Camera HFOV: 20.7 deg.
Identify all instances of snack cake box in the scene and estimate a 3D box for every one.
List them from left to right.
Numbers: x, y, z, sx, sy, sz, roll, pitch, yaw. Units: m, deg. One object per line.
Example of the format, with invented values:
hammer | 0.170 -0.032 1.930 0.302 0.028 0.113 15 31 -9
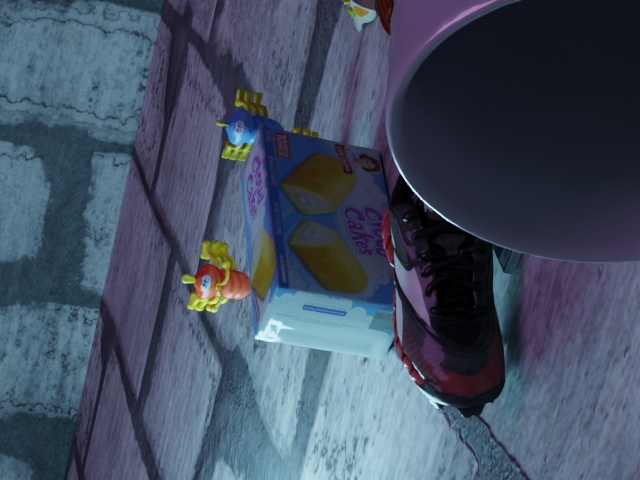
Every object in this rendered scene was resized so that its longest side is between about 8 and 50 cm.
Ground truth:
snack cake box | 0.000 0.000 1.960 0.264 0.152 0.089 -99 24 -46

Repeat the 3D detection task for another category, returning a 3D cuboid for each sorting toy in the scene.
sorting toy | 0.048 -0.301 2.188 0.075 0.044 0.083 88 -177 -63

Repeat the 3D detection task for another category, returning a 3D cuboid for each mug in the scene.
mug | 0.227 -0.212 1.160 0.374 0.276 0.328 -24 44 35

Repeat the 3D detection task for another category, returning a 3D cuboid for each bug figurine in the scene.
bug figurine | -0.066 -0.038 2.140 0.072 0.216 0.279 20 102 41

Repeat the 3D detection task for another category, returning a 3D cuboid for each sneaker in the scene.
sneaker | 0.113 0.027 1.602 0.135 0.097 0.276 93 172 -49

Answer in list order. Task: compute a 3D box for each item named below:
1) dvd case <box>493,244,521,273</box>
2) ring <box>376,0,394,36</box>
dvd case | 0.174 -0.037 1.627 0.119 0.013 0.087 -104 28 -57
ring | 0.113 -0.398 2.014 0.336 0.032 0.337 -170 90 -74
